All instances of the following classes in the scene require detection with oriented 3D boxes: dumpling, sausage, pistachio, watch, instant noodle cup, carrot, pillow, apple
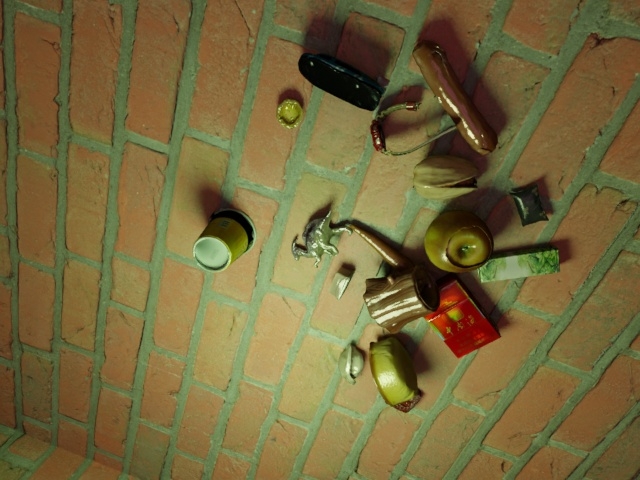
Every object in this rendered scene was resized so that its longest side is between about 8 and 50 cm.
[{"bbox_3d":[0.135,0.551,1.794,0.118,0.136,0.199,-7,122,6],"label":"dumpling"},{"bbox_3d":[0.434,-0.456,1.320,0.419,0.094,0.094,52,155,-13],"label":"sausage"},{"bbox_3d":[0.425,-0.213,1.395,0.229,0.157,0.158,-2,113,-2],"label":"pistachio"},{"bbox_3d":[0.297,-0.381,1.365,0.268,0.102,0.165,-23,86,19],"label":"watch"},{"bbox_3d":[-0.381,0.006,1.596,0.215,0.236,0.216,3,112,7],"label":"instant noodle cup"},{"bbox_3d":[0.248,0.038,1.590,0.335,0.069,0.069,38,115,-1],"label":"carrot"},{"bbox_3d":[0.730,-0.118,1.434,0.090,0.048,0.150,-23,110,16],"label":"pillow"},{"bbox_3d":[0.486,0.010,1.448,0.236,0.208,0.237,3,115,7],"label":"apple"}]

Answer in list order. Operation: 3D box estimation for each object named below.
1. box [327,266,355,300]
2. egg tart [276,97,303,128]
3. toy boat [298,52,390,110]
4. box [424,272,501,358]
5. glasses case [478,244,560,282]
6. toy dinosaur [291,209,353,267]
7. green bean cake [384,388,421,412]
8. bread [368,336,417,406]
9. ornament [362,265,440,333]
[{"bbox_3d":[0.082,0.170,1.663,0.062,0.089,0.122,28,115,10],"label":"box"},{"bbox_3d":[-0.106,-0.450,1.452,0.104,0.039,0.105,4,114,9],"label":"egg tart"},{"bbox_3d":[0.075,-0.546,1.351,0.298,0.134,0.092,28,79,0],"label":"toy boat"},{"bbox_3d":[0.539,0.299,1.631,0.197,0.089,0.313,-36,102,23],"label":"box"},{"bbox_3d":[0.727,0.086,1.517,0.271,0.062,0.096,-9,105,14],"label":"glasses case"},{"bbox_3d":[-0.003,0.004,1.609,0.162,0.077,0.294,37,115,-6],"label":"toy dinosaur"},{"bbox_3d":[0.371,0.708,1.857,0.135,0.056,0.136,29,115,-1],"label":"green bean cake"},{"bbox_3d":[0.293,0.534,1.689,0.147,0.270,0.270,-27,106,19],"label":"bread"},{"bbox_3d":[0.315,0.210,1.533,0.217,0.221,0.236,-27,86,38],"label":"ornament"}]
